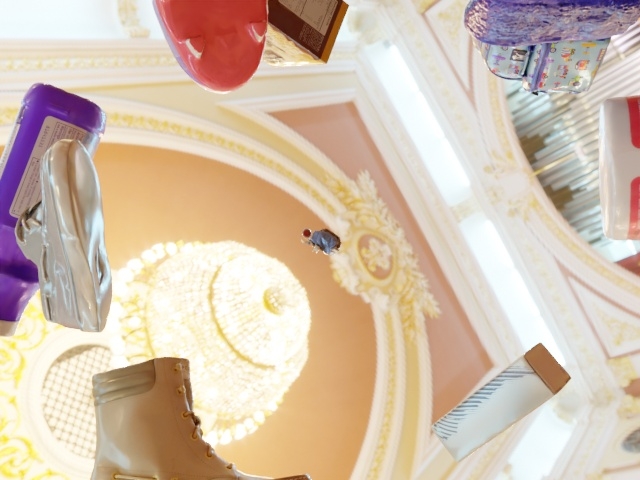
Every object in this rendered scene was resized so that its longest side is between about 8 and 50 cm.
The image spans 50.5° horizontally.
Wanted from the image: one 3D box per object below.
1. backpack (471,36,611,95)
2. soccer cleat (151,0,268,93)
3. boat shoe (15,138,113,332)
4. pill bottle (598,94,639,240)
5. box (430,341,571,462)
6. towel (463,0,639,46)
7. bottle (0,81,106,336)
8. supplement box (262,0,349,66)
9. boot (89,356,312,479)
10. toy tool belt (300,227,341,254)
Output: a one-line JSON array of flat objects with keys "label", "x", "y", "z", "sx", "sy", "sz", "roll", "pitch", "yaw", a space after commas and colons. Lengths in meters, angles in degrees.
[{"label": "backpack", "x": 0.311, "y": -0.292, "z": 0.980, "sx": 0.173, "sy": 0.158, "sz": 0.117, "roll": 3, "pitch": -121, "yaw": -1}, {"label": "soccer cleat", "x": -0.104, "y": -0.220, "z": 0.466, "sx": 0.083, "sy": 0.095, "sz": 0.248, "roll": -24, "pitch": -80, "yaw": -23}, {"label": "boat shoe", "x": -0.263, "y": 0.004, "z": 0.679, "sx": 0.081, "sy": 0.228, "sz": 0.079, "roll": 4, "pitch": -144, "yaw": -2}, {"label": "pill bottle", "x": 0.495, "y": -0.090, "z": 0.782, "sx": 0.176, "sy": 0.318, "sz": 0.177, "roll": -1, "pitch": -90, "yaw": -70}, {"label": "box", "x": 0.357, "y": 0.326, "z": 1.358, "sx": 0.094, "sy": 0.275, "sz": 0.113, "roll": 52, "pitch": -148, "yaw": 18}, {"label": "towel", "x": 0.287, "y": -0.288, "z": 0.698, "sx": 0.308, "sy": 0.227, "sz": 0.076, "roll": 80, "pitch": -178, "yaw": -82}, {"label": "bottle", "x": -0.332, "y": -0.033, "z": 0.774, "sx": 0.092, "sy": 0.118, "sz": 0.283, "roll": 20, "pitch": -93, "yaw": -14}, {"label": "supplement box", "x": -0.089, "y": -0.446, "z": 1.329, "sx": 0.194, "sy": 0.191, "sz": 0.129, "roll": 25, "pitch": -96, "yaw": -40}, {"label": "boot", "x": -0.143, "y": 0.236, "z": 0.803, "sx": 0.261, "sy": 0.095, "sz": 0.204, "roll": -5, "pitch": -118, "yaw": -5}, {"label": "toy tool belt", "x": 0.000, "y": 0.000, "z": 1.326, "sx": 0.083, "sy": 0.052, "sz": 0.051, "roll": 25, "pitch": -174, "yaw": 2}]
